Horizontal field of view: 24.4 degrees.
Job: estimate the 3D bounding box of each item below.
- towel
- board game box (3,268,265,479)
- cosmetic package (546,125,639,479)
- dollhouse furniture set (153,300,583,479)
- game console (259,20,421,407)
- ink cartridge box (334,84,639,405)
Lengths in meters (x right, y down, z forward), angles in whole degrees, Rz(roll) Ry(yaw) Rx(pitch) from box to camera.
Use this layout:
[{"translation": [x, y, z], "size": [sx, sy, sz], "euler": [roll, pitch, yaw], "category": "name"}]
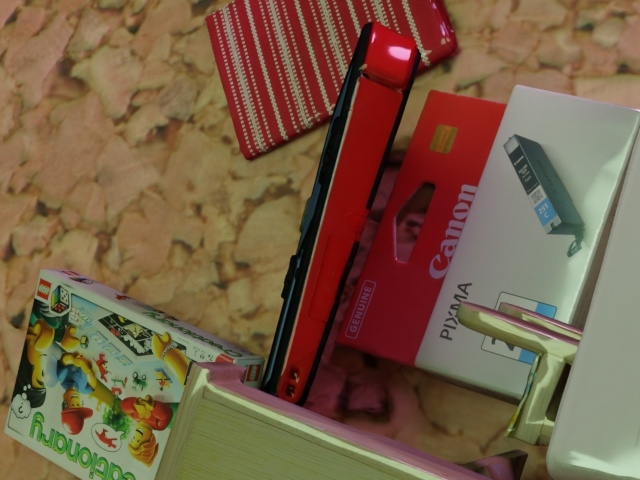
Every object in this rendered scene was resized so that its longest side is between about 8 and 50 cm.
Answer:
[{"translation": [0.008, -0.228, 1.633], "size": [0.275, 0.031, 0.199], "euler": [-26, 63, 21], "category": "towel"}, {"translation": [-0.201, 0.164, 1.547], "size": [0.305, 0.053, 0.193], "euler": [20, 100, 38], "category": "board game box"}, {"translation": [0.416, 0.108, 1.046], "size": [0.394, 0.329, 0.327], "euler": [8, 64, 27], "category": "cosmetic package"}, {"translation": [0.063, 0.220, 1.171], "size": [0.256, 0.394, 0.362], "euler": [20, 93, 21], "category": "dollhouse furniture set"}, {"translation": [0.000, 0.000, 1.369], "size": [0.060, 0.386, 0.342], "euler": [19, 80, -1], "category": "game console"}, {"translation": [0.157, -0.007, 1.445], "size": [0.261, 0.066, 0.296], "euler": [15, 80, 32], "category": "ink cartridge box"}]
